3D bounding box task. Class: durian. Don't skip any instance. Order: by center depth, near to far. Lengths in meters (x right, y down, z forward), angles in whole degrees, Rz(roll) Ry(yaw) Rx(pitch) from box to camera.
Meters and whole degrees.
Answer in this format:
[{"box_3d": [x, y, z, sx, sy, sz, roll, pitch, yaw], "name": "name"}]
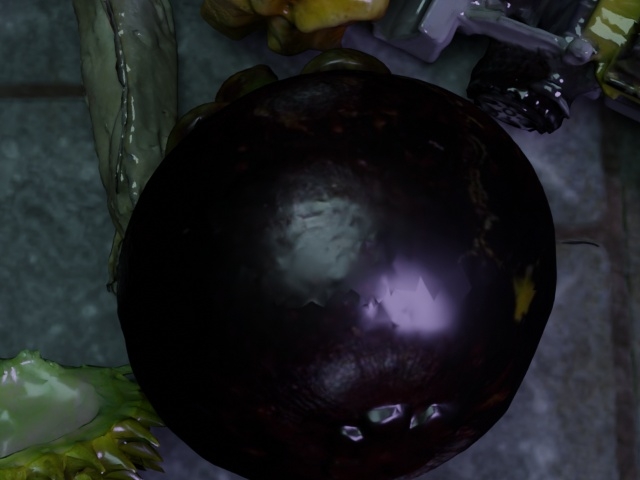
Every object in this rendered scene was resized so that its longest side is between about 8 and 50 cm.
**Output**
[{"box_3d": [-0.255, 0.111, 0.828, 0.352, 0.158, 0.169, 2, 63, 7], "name": "durian"}]

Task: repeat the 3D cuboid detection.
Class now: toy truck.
[{"box_3d": [0.171, -0.113, 0.885, 0.286, 0.111, 0.136, 27, 79, 12], "name": "toy truck"}]

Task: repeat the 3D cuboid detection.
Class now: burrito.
[{"box_3d": [-0.113, -0.085, 0.917, 0.058, 0.063, 0.229, -11, 74, 29], "name": "burrito"}]

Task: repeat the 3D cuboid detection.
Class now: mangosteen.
[{"box_3d": [0.000, 0.000, 0.816, 0.228, 0.228, 0.265, -18, 53, -2], "name": "mangosteen"}]

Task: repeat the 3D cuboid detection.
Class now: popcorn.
[{"box_3d": [-0.007, -0.176, 0.884, 0.148, 0.167, 0.152, -37, 103, -12], "name": "popcorn"}]
